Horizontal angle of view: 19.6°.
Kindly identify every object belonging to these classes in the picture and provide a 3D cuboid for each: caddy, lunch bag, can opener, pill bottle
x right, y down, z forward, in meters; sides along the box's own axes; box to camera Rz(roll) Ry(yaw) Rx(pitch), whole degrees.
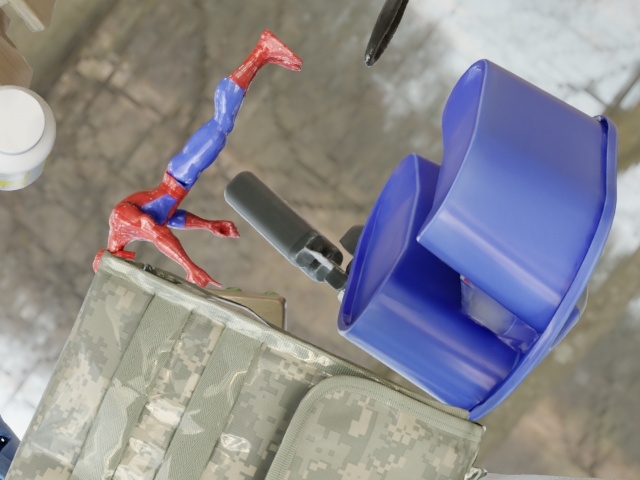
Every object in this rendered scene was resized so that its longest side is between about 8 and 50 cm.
[{"bbox_3d":[0.151,0.003,1.576,0.179,0.241,0.341,30,-150,-7],"label":"caddy"},{"bbox_3d":[-0.053,0.173,1.258,0.287,0.235,0.169,24,179,10],"label":"lunch bag"},{"bbox_3d":[0.000,0.000,2.001,0.280,0.093,0.074,36,175,44],"label":"can opener"},{"bbox_3d":[-0.151,-0.051,0.900,0.043,0.043,0.083,37,167,-5],"label":"pill bottle"}]

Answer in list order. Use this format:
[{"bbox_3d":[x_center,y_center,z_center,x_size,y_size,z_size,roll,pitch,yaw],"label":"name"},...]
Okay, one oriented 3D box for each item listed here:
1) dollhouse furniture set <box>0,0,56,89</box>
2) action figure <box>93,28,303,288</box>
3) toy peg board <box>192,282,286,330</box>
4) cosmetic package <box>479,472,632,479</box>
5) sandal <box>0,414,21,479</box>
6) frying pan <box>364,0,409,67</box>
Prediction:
[{"bbox_3d":[-0.460,-0.241,1.712,0.256,0.362,0.394,52,-154,-30],"label":"dollhouse furniture set"},{"bbox_3d":[-0.096,-0.051,1.769,0.139,0.280,0.091,42,178,1],"label":"action figure"},{"bbox_3d":[-0.101,0.107,1.542,0.161,0.161,0.079,5,-163,13],"label":"toy peg board"},{"bbox_3d":[0.161,0.334,1.829,0.217,0.156,0.385,-1,-177,35],"label":"cosmetic package"},{"bbox_3d":[-0.355,0.218,1.874,0.138,0.126,0.317,12,-136,-36],"label":"sandal"},{"bbox_3d":[0.120,-0.326,1.835,0.053,0.326,0.197,13,127,15],"label":"frying pan"}]
